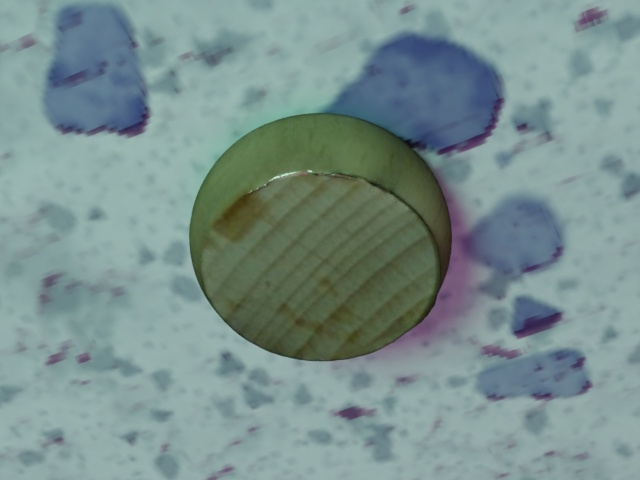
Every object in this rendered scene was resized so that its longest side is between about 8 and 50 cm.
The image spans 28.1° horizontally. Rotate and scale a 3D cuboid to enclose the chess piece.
[{"bbox_3d":[0.000,0.000,0.408,0.083,0.038,0.084,2,128,2],"label":"chess piece"}]
